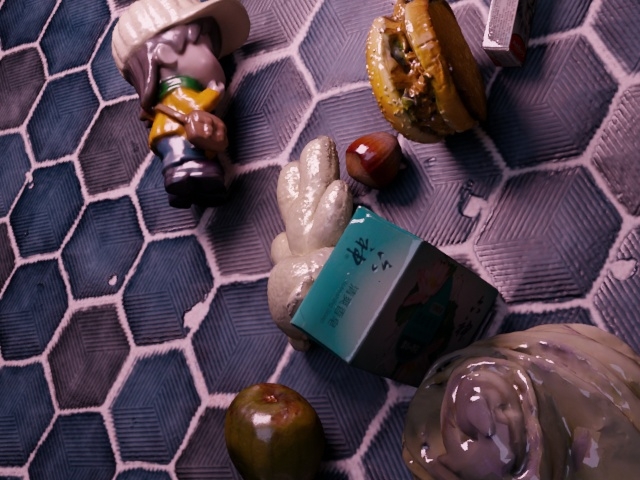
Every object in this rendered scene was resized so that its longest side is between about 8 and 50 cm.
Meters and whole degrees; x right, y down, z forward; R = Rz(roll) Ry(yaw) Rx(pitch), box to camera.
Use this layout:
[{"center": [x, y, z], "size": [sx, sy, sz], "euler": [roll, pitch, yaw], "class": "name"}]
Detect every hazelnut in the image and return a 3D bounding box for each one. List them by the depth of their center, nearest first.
[{"center": [0.073, -0.108, 1.216], "size": [0.086, 0.086, 0.086], "euler": [-11, 69, 29], "class": "hazelnut"}]

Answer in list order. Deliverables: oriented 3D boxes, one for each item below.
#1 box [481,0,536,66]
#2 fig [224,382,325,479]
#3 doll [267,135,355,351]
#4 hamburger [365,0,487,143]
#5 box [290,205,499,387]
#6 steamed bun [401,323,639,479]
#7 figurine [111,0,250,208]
[{"center": [0.256, -0.335, 1.187], "size": [0.039, 0.055, 0.218], "euler": [6, 77, 34], "class": "box"}, {"center": [-0.048, 0.272, 1.161], "size": [0.133, 0.185, 0.126], "euler": [11, 41, 39], "class": "fig"}, {"center": [0.003, -0.002, 1.203], "size": [0.149, 0.175, 0.278], "euler": [-4, 64, 0], "class": "doll"}, {"center": [0.129, -0.218, 1.150], "size": [0.118, 0.182, 0.191], "euler": [-18, 82, 21], "class": "hamburger"}, {"center": [0.093, 0.074, 1.037], "size": [0.092, 0.245, 0.153], "euler": [31, 92, 34], "class": "box"}, {"center": [0.221, 0.205, 0.938], "size": [0.280, 0.207, 0.268], "euler": [-28, 61, 19], "class": "steamed bun"}, {"center": [-0.223, -0.220, 1.372], "size": [0.204, 0.185, 0.332], "euler": [7, 70, -3], "class": "figurine"}]
